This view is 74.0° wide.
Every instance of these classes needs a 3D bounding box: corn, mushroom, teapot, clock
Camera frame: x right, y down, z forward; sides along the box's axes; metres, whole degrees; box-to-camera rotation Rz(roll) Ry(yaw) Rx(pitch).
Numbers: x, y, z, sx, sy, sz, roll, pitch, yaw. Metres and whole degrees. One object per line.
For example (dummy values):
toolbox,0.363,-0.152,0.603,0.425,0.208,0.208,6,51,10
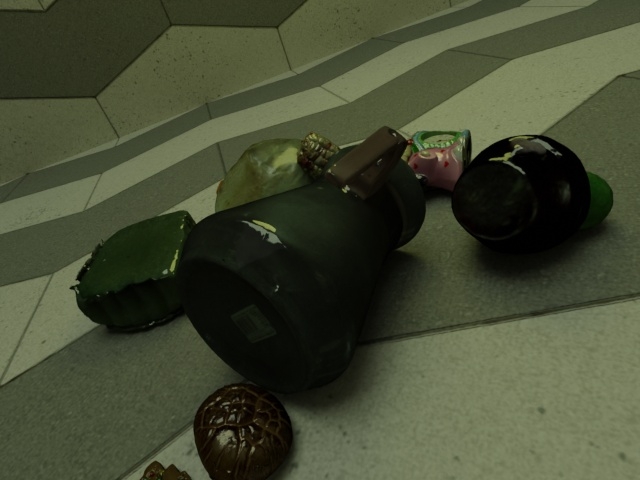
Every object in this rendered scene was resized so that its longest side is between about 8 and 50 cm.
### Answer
corn,0.061,-0.115,0.794,0.080,0.236,0.080,-54,16,24
mushroom,-0.090,0.217,0.486,0.109,0.085,0.126,-31,40,-18
mushroom,-0.090,-0.104,0.863,0.266,0.164,0.190,-1,46,1
teapot,0.000,0.000,0.589,0.253,0.300,0.344,36,47,9
clock,0.208,-0.162,0.884,0.195,0.100,0.194,-1,33,24

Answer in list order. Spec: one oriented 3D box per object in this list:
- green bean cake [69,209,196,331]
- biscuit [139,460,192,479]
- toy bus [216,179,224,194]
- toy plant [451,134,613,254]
green bean cake,-0.343,0.060,0.831,0.222,0.125,0.227,-14,34,6
biscuit,-0.184,0.294,0.489,0.092,0.016,0.082,-12,32,15
toy bus,-0.147,-0.124,1.027,0.194,0.088,0.083,-14,33,9
toy plant,0.305,-0.072,0.644,0.234,0.176,0.218,-10,27,-41
